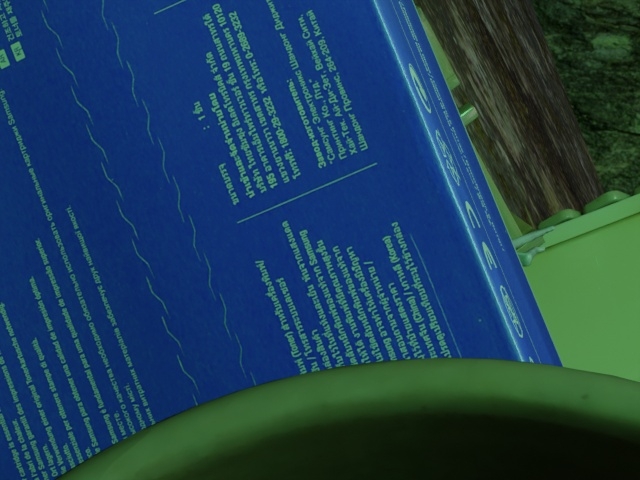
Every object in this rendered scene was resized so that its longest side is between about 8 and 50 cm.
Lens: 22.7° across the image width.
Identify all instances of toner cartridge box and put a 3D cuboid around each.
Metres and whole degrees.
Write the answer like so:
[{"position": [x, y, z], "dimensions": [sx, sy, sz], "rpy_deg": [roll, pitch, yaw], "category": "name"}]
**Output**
[{"position": [-0.055, -0.052, 0.482], "dimensions": [0.348, 0.165, 0.075], "rpy_deg": [69, 15, 4], "category": "toner cartridge box"}]

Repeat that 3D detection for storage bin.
[{"position": [0.229, 0.081, 1.084], "dimensions": [0.260, 0.262, 0.123], "rpy_deg": [42, 29, -58], "category": "storage bin"}]

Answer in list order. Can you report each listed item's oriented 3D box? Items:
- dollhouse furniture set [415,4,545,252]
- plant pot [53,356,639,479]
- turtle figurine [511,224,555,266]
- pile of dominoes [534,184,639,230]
[{"position": [0.028, -0.063, 1.002], "dimensions": [0.182, 0.101, 0.161], "rpy_deg": [58, -7, -30], "category": "dollhouse furniture set"}, {"position": [0.032, 0.193, 0.349], "dimensions": [0.229, 0.263, 0.263], "rpy_deg": [79, -1, -53], "category": "plant pot"}, {"position": [0.000, 0.000, 0.679], "dimensions": [0.234, 0.118, 0.175], "rpy_deg": [29, 5, -47], "category": "turtle figurine"}, {"position": [0.194, 0.001, 1.098], "dimensions": [0.196, 0.251, 0.040], "rpy_deg": [41, 31, -58], "category": "pile of dominoes"}]
